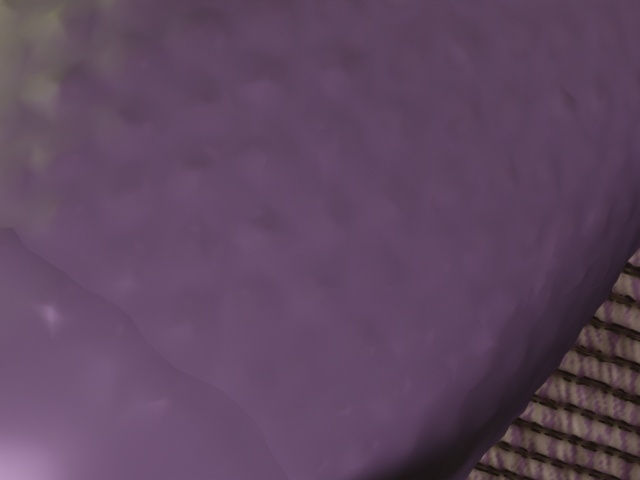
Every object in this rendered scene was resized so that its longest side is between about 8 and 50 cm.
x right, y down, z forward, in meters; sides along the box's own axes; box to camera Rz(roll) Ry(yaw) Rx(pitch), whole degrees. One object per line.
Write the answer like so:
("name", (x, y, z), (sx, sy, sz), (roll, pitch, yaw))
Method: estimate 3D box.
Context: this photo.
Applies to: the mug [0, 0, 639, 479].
("mug", (0.000, 0.000, 0.570), (0.374, 0.328, 0.276), (22, 146, 26))
